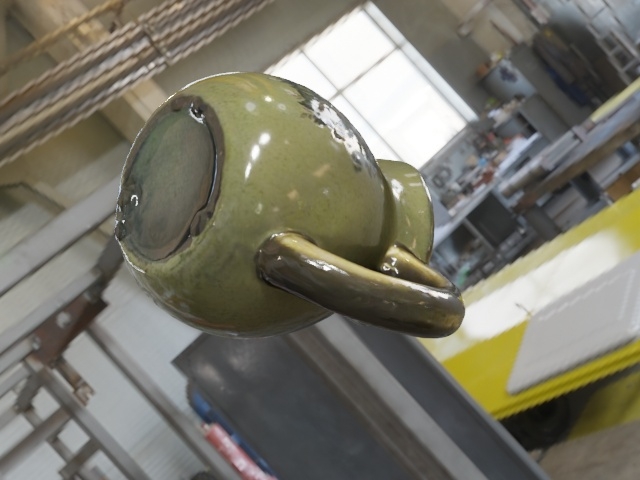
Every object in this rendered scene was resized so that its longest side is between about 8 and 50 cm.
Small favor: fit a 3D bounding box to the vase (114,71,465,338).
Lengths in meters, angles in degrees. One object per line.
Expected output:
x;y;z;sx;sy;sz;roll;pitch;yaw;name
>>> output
0.000;0.000;0.830;0.302;0.329;0.240;17;-76;-43;vase
